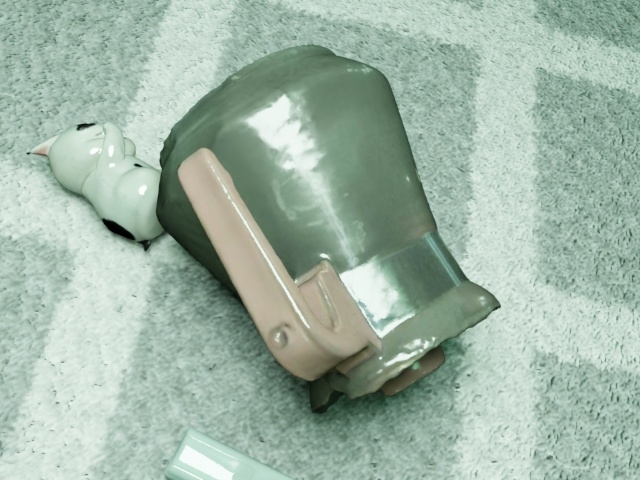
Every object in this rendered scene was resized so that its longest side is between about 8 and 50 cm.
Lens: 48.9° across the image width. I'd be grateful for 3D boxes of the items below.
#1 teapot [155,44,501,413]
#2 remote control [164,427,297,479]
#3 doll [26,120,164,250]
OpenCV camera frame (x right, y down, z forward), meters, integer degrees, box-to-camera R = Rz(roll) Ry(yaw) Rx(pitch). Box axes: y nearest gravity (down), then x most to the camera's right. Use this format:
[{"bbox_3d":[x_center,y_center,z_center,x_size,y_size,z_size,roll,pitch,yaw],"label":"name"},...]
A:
[{"bbox_3d":[0.000,0.000,0.756,0.305,0.376,0.362,-38,79,18],"label":"teapot"},{"bbox_3d":[-0.086,0.266,0.770,0.162,0.029,0.061,25,63,2],"label":"remote control"},{"bbox_3d":[-0.255,-0.079,0.876,0.180,0.110,0.107,42,103,10],"label":"doll"}]
